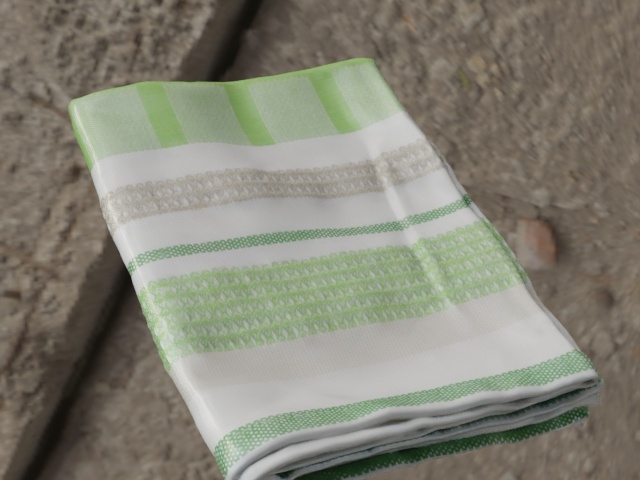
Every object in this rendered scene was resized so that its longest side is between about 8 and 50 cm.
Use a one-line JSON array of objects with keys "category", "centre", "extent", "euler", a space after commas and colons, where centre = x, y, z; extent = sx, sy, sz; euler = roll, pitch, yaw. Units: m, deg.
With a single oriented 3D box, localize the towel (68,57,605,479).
[{"category": "towel", "centre": [0.000, 0.000, 0.390], "extent": [0.152, 0.113, 0.023], "euler": [60, 148, 37]}]
